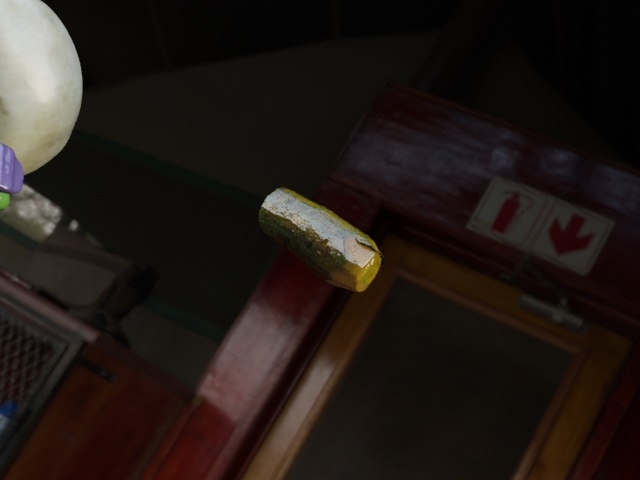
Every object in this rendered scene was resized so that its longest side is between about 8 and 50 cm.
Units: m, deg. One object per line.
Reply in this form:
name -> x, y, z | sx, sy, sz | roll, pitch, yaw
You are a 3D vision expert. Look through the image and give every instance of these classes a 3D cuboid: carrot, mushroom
carrot -> 0.000, 0.000, 1.167 | 0.173, 0.082, 0.082 | 32, -11, 30
mushroom -> -0.240, -0.118, 0.643 | 0.123, 0.154, 0.154 | -8, 13, -35

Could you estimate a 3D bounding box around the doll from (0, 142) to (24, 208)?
doll -> -0.253, -0.044, 0.496 | 0.190, 0.115, 0.050 | 40, 30, -59
